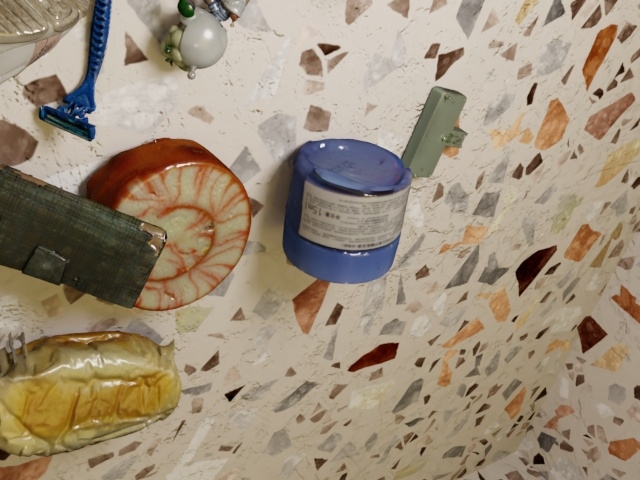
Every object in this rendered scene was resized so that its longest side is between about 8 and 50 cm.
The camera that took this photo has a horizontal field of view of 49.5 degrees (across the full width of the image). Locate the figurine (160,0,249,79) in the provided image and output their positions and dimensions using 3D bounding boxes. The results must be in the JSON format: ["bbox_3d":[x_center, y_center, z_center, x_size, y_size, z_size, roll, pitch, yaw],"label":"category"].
[{"bbox_3d":[-0.180,-0.357,1.122,0.197,0.094,0.147,-58,161,3],"label":"figurine"}]

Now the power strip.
[{"bbox_3d":[0.286,-0.246,1.633,0.145,0.061,0.215,-1,124,-39],"label":"power strip"}]

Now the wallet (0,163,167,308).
[{"bbox_3d":[-0.425,-0.005,1.131,0.317,0.044,0.169,23,112,-19],"label":"wallet"}]

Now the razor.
[{"bbox_3d":[-0.340,-0.317,1.050,0.056,0.093,0.324,-55,167,-70],"label":"razor"}]

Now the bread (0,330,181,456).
[{"bbox_3d":[-0.474,0.298,1.371,0.389,0.183,0.236,7,102,-37],"label":"bread"}]

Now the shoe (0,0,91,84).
[{"bbox_3d":[-0.475,-0.264,0.903,0.351,0.172,0.198,-38,180,-37],"label":"shoe"}]

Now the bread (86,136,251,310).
[{"bbox_3d":[-0.277,-0.030,1.290,0.295,0.114,0.327,-21,132,-26],"label":"bread"}]

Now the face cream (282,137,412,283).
[{"bbox_3d":[0.054,-0.068,1.438,0.249,0.249,0.225,-14,131,-33],"label":"face cream"}]
